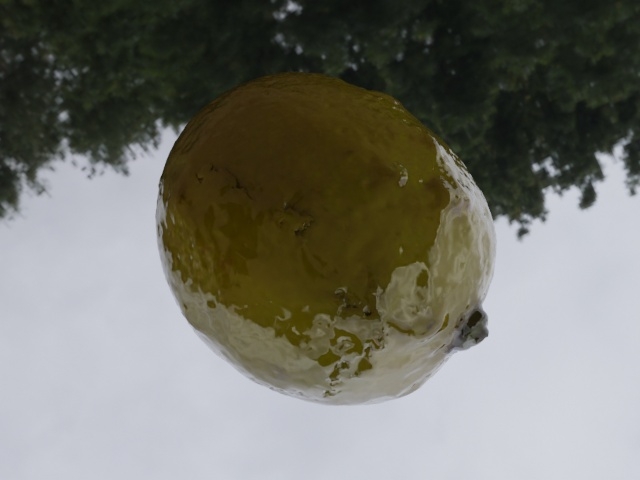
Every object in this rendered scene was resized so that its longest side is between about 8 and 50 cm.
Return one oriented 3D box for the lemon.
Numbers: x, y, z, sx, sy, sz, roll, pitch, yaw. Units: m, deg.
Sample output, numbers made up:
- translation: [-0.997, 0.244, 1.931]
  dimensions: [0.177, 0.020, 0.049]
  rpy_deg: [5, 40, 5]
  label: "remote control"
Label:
- translation: [-0.002, -0.001, 0.749]
  dimensions: [0.260, 0.284, 0.260]
  rpy_deg: [-49, -178, 2]
  label: "lemon"
